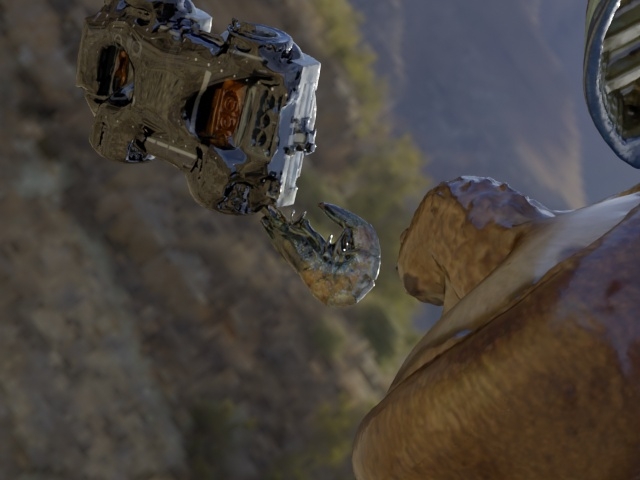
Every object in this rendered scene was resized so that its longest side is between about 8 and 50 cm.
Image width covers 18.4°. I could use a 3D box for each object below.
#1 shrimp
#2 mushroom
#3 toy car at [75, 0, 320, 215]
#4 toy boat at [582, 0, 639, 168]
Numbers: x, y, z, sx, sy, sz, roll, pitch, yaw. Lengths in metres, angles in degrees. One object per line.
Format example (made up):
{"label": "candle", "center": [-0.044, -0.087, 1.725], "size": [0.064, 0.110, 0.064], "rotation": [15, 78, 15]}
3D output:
{"label": "shrimp", "center": [0.000, 0.000, 1.985], "size": [0.161, 0.091, 0.034], "rotation": [43, -5, 29]}
{"label": "mushroom", "center": [0.149, 0.062, 1.367], "size": [0.260, 0.345, 0.345], "rotation": [51, 4, 6]}
{"label": "toy car", "center": [-0.129, -0.156, 2.004], "size": [0.301, 0.193, 0.118], "rotation": [26, 25, 37]}
{"label": "toy boat", "center": [0.169, -0.103, 1.050], "size": [0.046, 0.080, 0.229], "rotation": [58, -6, 22]}
